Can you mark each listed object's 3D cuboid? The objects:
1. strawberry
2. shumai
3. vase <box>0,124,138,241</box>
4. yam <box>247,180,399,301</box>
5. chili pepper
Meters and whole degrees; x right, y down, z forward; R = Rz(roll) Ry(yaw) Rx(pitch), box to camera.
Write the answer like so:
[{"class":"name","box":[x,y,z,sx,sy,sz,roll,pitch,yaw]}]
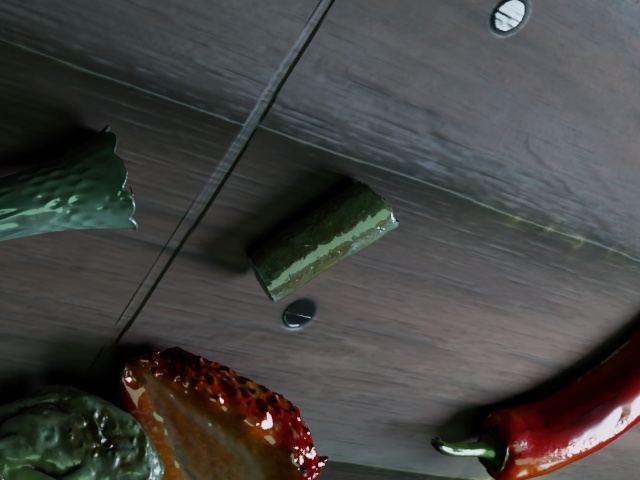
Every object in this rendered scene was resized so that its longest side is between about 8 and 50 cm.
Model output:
[{"class":"strawberry","box":[-0.112,0.176,1.145,0.228,0.098,0.174,39,119,-24]},{"class":"shumai","box":[-0.228,0.219,1.046,0.184,0.142,0.184,6,121,10]},{"class":"vase","box":[-0.215,-0.027,0.913,0.149,0.081,0.081,-16,134,-13]},{"class":"yam","box":[0.000,0.000,1.081,0.132,0.054,0.054,-33,137,0]},{"class":"chili pepper","box":[0.291,0.169,1.393,0.368,0.092,0.137,-31,118,-13]}]
